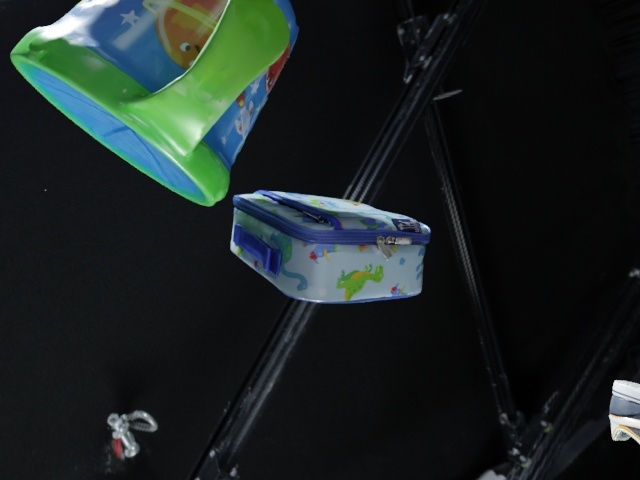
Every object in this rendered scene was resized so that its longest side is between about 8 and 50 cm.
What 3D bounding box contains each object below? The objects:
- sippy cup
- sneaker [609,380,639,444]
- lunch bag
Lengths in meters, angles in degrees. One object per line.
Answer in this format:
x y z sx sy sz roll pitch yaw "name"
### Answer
-0.148 -0.192 0.527 0.224 0.306 0.240 -57 -20 -12 "sippy cup"
0.684 0.357 0.871 0.126 0.321 0.127 15 -93 -32 "sneaker"
0.000 0.000 0.558 0.176 0.219 0.090 1 -77 -29 "lunch bag"
